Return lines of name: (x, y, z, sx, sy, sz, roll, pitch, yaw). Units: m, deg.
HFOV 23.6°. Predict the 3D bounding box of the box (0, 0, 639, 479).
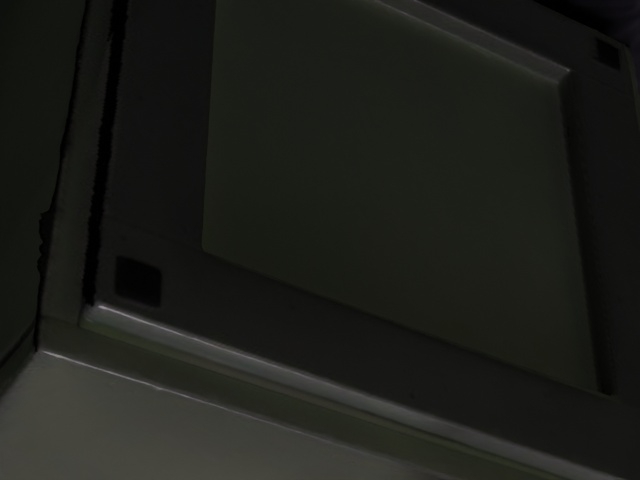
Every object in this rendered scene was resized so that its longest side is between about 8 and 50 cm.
box: (0.000, 0.000, 0.516, 0.225, 0.225, 0.117, 21, 138, -24)
